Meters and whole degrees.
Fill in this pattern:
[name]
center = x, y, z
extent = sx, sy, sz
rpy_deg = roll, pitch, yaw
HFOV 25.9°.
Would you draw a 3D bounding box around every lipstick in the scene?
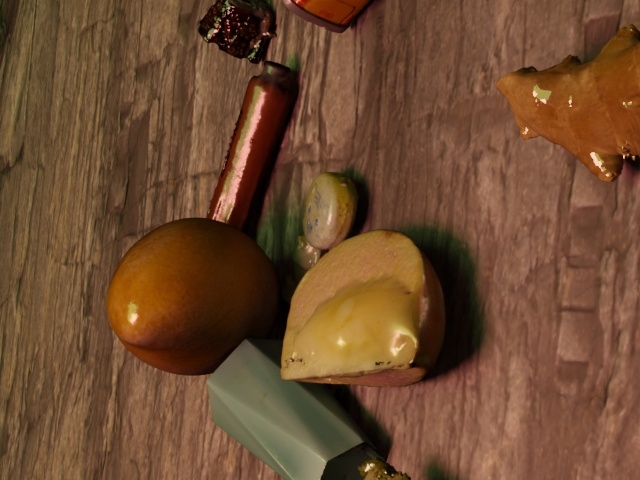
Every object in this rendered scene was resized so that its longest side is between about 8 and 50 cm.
[lipstick]
center = -0.125, -0.057, 2.024
extent = 0.077, 0.077, 0.419
rpy_deg = 35, 110, 53

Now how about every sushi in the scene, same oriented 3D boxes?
[sushi]
center = -0.125, -0.325, 2.072
extent = 0.084, 0.094, 0.098
rpy_deg = -60, 34, 23

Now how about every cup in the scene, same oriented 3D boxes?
[cup]
center = -0.024, 0.238, 1.774
extent = 0.148, 0.134, 0.235
rpy_deg = -51, 47, -3

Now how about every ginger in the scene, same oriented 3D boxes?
[ginger]
center = 0.345, -0.126, 1.347
extent = 0.348, 0.122, 0.363
rpy_deg = -44, 54, 44

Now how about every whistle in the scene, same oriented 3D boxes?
[whistle]
center = 0.000, 0.000, 1.857
extent = 0.104, 0.057, 0.198
rpy_deg = -114, 38, -53

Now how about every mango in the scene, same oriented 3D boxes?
[mango]
center = -0.174, 0.077, 1.837
extent = 0.221, 0.384, 0.199
rpy_deg = -33, 80, 14

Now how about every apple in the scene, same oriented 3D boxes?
[apple]
center = 0.069, 0.086, 1.678
extent = 0.265, 0.120, 0.193
rpy_deg = -14, 58, 50

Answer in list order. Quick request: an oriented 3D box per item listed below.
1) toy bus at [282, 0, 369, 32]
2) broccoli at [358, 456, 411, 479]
[toy bus]
center = 0.007, -0.399, 1.874
extent = 0.136, 0.126, 0.210
rpy_deg = -39, 51, 33
[broccoli]
center = -0.003, 0.404, 1.570
extent = 0.304, 0.283, 0.321
rpy_deg = -49, 16, 56
